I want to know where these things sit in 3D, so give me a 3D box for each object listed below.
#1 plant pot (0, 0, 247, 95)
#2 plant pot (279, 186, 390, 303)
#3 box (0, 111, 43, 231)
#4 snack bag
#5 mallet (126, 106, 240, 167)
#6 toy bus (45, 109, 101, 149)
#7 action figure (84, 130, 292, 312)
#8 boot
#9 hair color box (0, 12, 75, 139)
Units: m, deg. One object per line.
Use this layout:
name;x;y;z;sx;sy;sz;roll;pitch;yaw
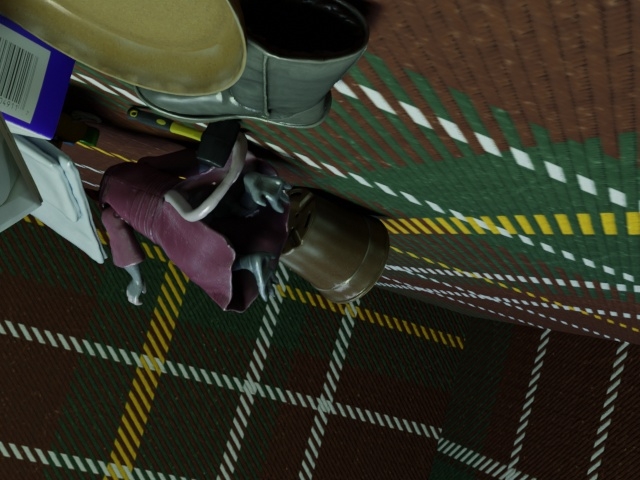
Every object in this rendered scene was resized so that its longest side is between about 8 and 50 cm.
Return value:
plant pot;-0.147;-0.172;0.518;0.236;0.032;0.236;22;162;7
plant pot;0.000;0.000;1.421;0.165;0.167;0.167;30;167;-37
box;-0.362;-0.125;0.632;0.262;0.127;0.231;24;142;36
snack bag;-0.458;-0.113;1.209;0.323;0.037;0.342;33;158;8
mallet;-0.174;-0.149;1.060;0.190;0.062;0.039;30;-178;36
toy bus;-0.450;-0.159;1.318;0.191;0.104;0.202;17;174;-15
action figure;-0.228;-0.035;1.229;0.370;0.248;0.276;18;166;29
boot;-0.065;-0.137;0.650;0.190;0.076;0.208;3;-179;-2
hair color box;-0.457;-0.204;0.903;0.339;0.110;0.185;11;174;24
